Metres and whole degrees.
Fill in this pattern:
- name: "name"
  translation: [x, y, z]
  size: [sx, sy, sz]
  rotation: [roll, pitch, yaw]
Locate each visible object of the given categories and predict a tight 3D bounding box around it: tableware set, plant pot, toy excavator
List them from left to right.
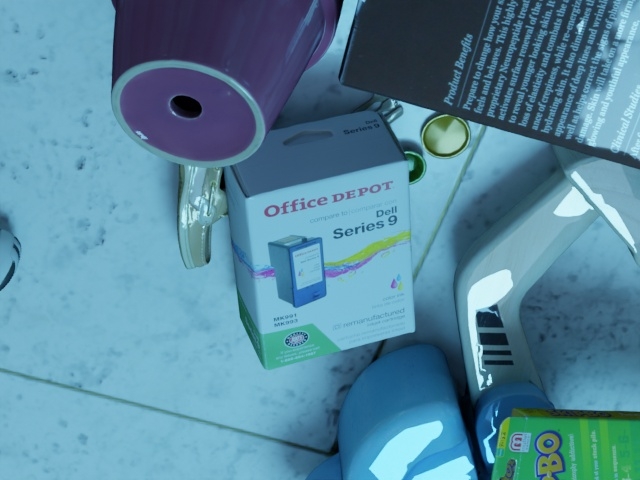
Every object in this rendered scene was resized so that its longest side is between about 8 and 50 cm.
- name: "plant pot"
  translation: [-0.090, -0.168, 1.448]
  size: [0.201, 0.180, 0.201]
  rotation: [8, 144, 6]
- name: "tableware set"
  translation: [0.111, -0.118, 1.621]
  size: [0.154, 0.024, 0.104]
  rotation: [-34, 118, 15]
- name: "toy excavator"
  translation: [0.154, 0.153, 1.699]
  size: [0.433, 0.222, 0.445]
  rotation: [-16, 113, 4]

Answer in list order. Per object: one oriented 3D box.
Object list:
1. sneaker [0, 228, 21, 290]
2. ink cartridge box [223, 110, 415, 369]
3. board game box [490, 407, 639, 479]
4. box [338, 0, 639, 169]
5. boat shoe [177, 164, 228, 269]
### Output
- name: "sneaker"
  translation: [-0.434, 0.032, 1.639]
  size: [0.281, 0.106, 0.162]
  rotation: [-34, 113, 4]
- name: "ink cartridge box"
  translation: [0.000, 0.000, 1.613]
  size: [0.154, 0.093, 0.212]
  rotation: [-13, 129, -12]
- name: "board game box"
  translation: [0.267, 0.220, 1.622]
  size: [0.259, 0.039, 0.124]
  rotation: [3, 101, -25]
- name: "box"
  translation: [0.224, -0.182, 1.426]
  size: [0.381, 0.143, 0.191]
  rotation: [16, 125, 0]
- name: "boat shoe"
  translation: [-0.101, -0.048, 1.626]
  size: [0.059, 0.063, 0.170]
  rotation: [4, 120, 0]
